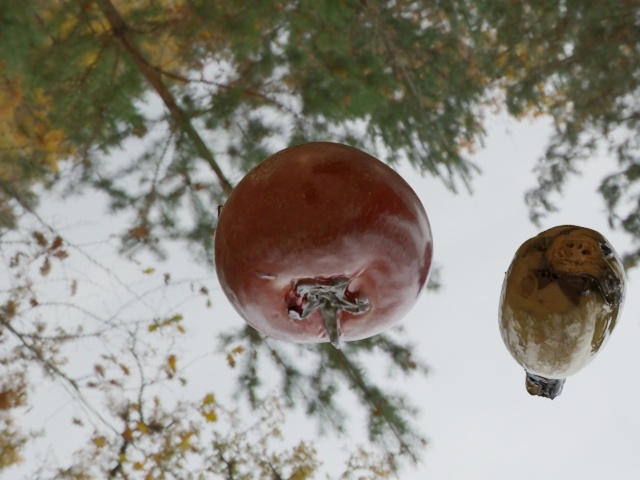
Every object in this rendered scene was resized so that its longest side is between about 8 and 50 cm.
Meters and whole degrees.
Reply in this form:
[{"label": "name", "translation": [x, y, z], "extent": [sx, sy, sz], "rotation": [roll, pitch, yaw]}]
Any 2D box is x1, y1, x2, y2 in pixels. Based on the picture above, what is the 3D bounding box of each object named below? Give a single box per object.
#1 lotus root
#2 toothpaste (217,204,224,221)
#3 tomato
[{"label": "lotus root", "translation": [0.347, 0.116, 1.201], "extent": [0.183, 0.310, 0.182], "rotation": [-3, -137, 3]}, {"label": "toothpaste", "translation": [-0.108, -0.023, 1.575], "extent": [0.193, 0.071, 0.045], "rotation": [5, 175, -23]}, {"label": "tomato", "translation": [0.000, 0.000, 1.023], "extent": [0.270, 0.270, 0.227], "rotation": [-23, -134, 18]}]
